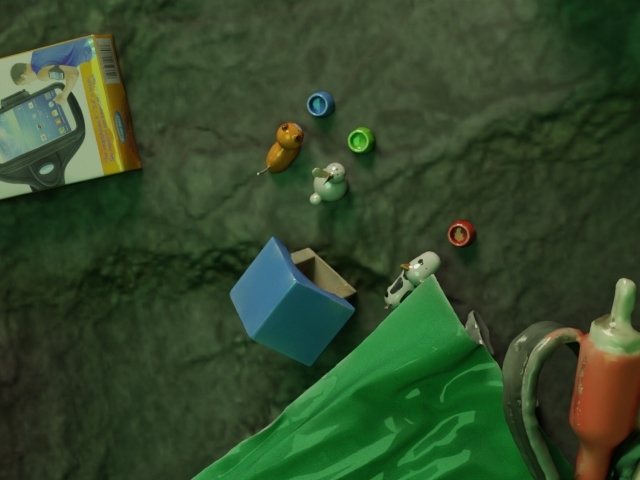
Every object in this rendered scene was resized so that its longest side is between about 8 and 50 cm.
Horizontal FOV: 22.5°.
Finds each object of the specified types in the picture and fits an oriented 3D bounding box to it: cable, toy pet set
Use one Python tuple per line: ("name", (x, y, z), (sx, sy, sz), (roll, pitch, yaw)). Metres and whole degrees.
("cable", (0.148, 0.153, 0.819), (0.139, 0.072, 0.287), (9, 97, -16))
("toy pet set", (0.000, 0.000, 0.870), (0.122, 0.065, 0.114), (42, 108, 10))

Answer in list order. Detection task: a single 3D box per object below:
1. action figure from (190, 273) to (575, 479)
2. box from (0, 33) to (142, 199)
("action figure", (0.005, 0.128, 0.879), (0.232, 0.063, 0.137), (-32, 98, 15))
("box", (-0.178, -0.067, 0.944), (0.136, 0.028, 0.081), (-12, 93, 18))
